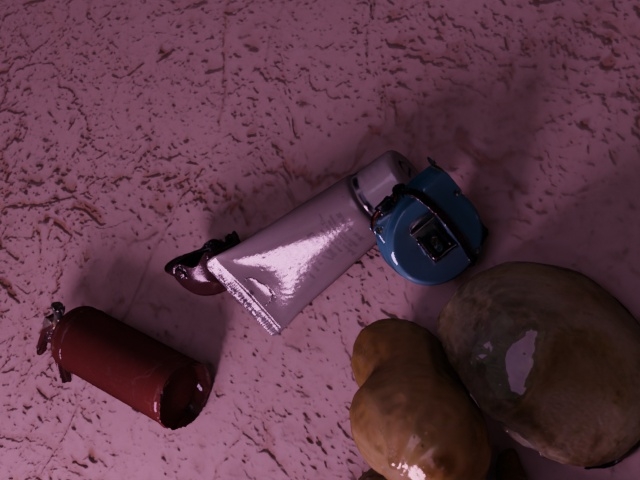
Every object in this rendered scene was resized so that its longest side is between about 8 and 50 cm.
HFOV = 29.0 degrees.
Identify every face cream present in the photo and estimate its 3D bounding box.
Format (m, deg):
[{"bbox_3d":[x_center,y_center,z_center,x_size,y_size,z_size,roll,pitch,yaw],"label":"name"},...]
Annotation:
[{"bbox_3d":[0.000,0.000,1.644,0.314,0.089,0.143,-37,104,22],"label":"face cream"}]

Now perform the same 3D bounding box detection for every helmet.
[{"bbox_3d":[-0.155,0.042,1.756,0.123,0.098,0.070,-22,100,35],"label":"helmet"}]

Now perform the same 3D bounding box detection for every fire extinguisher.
[{"bbox_3d":[-0.314,0.187,1.840,0.337,0.106,0.147,22,119,37],"label":"fire extinguisher"}]

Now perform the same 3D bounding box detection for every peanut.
[{"bbox_3d":[0.102,0.191,1.453,0.148,0.147,0.319,-52,25,16],"label":"peanut"}]

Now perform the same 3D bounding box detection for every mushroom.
[{"bbox_3d":[0.253,0.129,1.405,0.189,0.164,0.267,-41,61,24],"label":"mushroom"}]

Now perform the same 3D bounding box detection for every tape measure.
[{"bbox_3d":[0.131,-0.012,1.533,0.125,0.146,0.081,-41,19,-3],"label":"tape measure"}]

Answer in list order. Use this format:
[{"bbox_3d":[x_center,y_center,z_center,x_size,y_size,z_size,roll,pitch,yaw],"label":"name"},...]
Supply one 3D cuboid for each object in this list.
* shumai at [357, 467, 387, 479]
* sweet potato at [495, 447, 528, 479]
[{"bbox_3d":[0.097,0.405,1.501,0.346,0.217,0.283,27,65,23],"label":"shumai"},{"bbox_3d":[0.241,0.398,1.392,0.108,0.079,0.346,-35,51,55],"label":"sweet potato"}]
